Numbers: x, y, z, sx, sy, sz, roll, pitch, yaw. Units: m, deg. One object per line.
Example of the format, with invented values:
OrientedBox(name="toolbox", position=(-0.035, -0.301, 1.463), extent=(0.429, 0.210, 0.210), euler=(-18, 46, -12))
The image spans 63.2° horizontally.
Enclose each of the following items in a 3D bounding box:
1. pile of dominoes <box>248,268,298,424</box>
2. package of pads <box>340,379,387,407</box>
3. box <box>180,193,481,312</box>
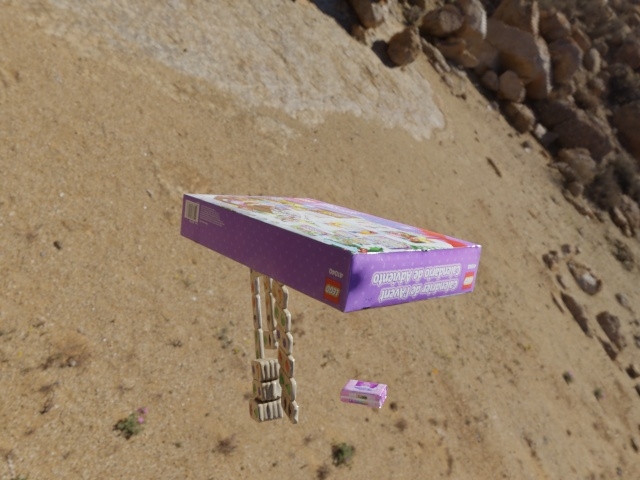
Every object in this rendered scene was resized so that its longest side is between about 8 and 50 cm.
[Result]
OrientedBox(name="pile of dominoes", position=(-0.091, 0.147, 0.803), extent=(0.040, 0.196, 0.251), euler=(-3, 82, -21))
OrientedBox(name="package of pads", position=(0.085, 0.298, 1.015), extent=(0.050, 0.083, 0.032), euler=(-31, 119, -63))
OrientedBox(name="box", position=(0.000, 0.000, 0.594), extent=(0.201, 0.057, 0.293), euler=(-2, 15, -42))
